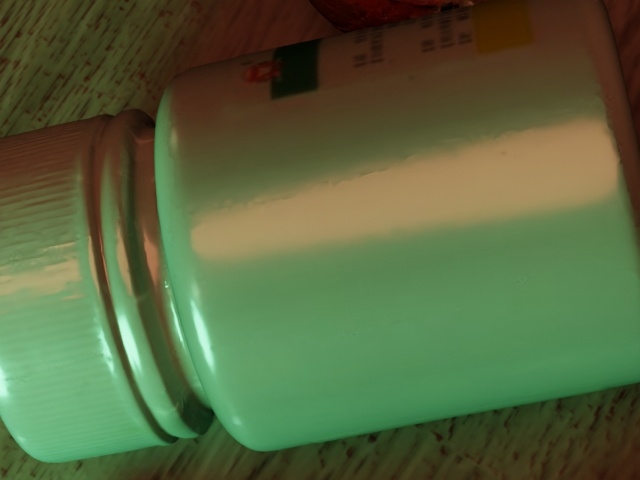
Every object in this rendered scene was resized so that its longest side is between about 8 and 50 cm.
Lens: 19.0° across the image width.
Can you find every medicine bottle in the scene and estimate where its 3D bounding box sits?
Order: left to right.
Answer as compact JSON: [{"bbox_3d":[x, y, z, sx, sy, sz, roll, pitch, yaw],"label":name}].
[{"bbox_3d":[0.000,0.000,0.999,0.339,0.208,0.208,-11,76,8],"label":"medicine bottle"}]

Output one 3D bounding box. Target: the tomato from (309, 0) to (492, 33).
[{"bbox_3d":[0.051,-0.174,1.092,0.189,0.099,0.173,9,58,-27],"label":"tomato"}]
